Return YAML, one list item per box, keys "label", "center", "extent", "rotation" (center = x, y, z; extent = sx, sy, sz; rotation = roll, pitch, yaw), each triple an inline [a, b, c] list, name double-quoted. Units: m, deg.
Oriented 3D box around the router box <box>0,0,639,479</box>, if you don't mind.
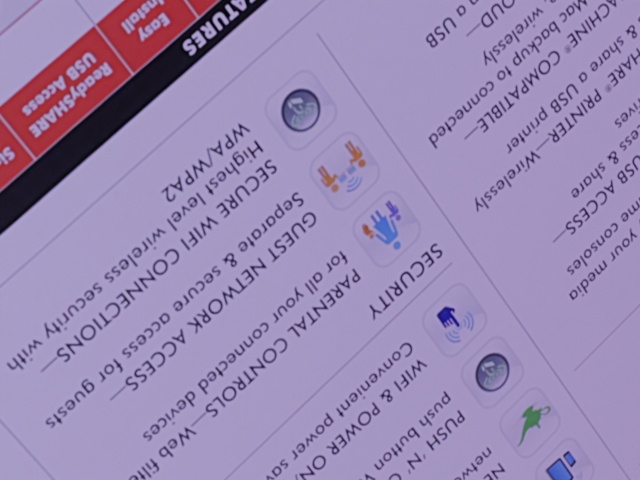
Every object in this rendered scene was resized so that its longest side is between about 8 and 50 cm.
- label: "router box"
  center: [-0.018, 0.049, 0.387]
  extent: [0.335, 0.082, 0.301]
  rotation: [-42, 116, -14]
